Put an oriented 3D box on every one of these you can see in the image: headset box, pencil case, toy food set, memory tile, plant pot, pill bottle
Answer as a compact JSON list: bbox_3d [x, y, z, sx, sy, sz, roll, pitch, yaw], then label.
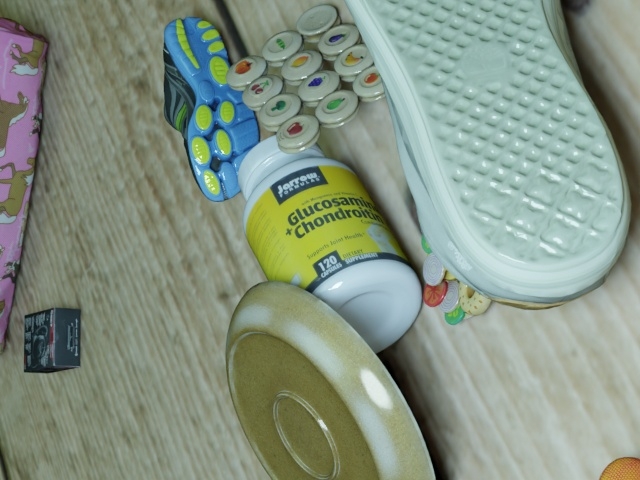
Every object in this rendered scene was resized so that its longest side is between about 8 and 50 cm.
[{"bbox_3d":[-0.277,0.104,1.923,0.083,0.032,0.062,-15,73,54],"label":"headset box"},{"bbox_3d":[-0.401,-0.057,2.023,0.167,0.160,0.386,-161,78,-64],"label":"pencil case"},{"bbox_3d":[0.103,0.020,1.371,0.082,0.020,0.083,-22,67,53],"label":"toy food set"},{"bbox_3d":[-0.009,-0.133,1.503,0.113,0.012,0.148,-33,40,-5],"label":"memory tile"},{"bbox_3d":[-0.002,0.142,1.397,0.236,0.032,0.236,38,145,34],"label":"plant pot"},{"bbox_3d":[0.000,0.000,1.454,0.103,0.103,0.184,-61,40,31],"label":"pill bottle"}]

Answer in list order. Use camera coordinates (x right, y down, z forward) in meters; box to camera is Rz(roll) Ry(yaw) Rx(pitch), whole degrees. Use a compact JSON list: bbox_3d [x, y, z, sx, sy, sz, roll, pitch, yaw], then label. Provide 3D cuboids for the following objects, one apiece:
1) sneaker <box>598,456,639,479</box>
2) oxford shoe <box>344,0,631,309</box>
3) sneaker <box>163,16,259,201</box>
[{"bbox_3d":[0.196,0.202,1.128,0.067,0.064,0.175,72,-165,-47],"label":"sneaker"},{"bbox_3d":[0.104,-0.138,1.293,0.130,0.169,0.449,81,176,-60],"label":"oxford shoe"},{"bbox_3d":[-0.102,-0.114,1.676,0.078,0.067,0.188,107,150,-56],"label":"sneaker"}]
